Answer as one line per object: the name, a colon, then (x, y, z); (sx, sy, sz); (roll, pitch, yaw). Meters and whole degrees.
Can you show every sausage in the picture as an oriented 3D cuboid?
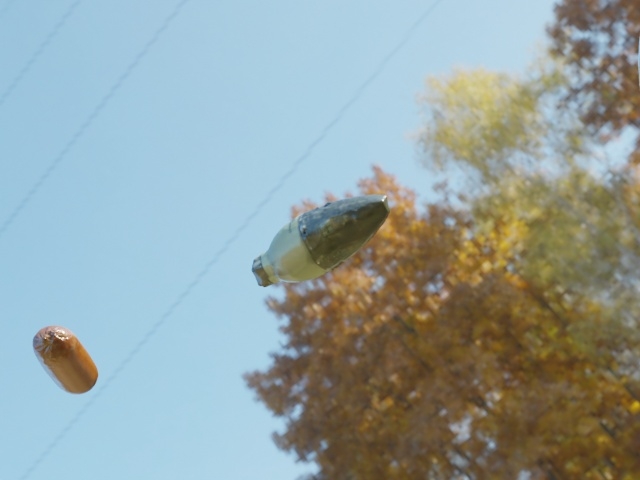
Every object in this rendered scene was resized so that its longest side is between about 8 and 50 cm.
sausage: (-0.420, 0.196, 1.901); (0.076, 0.076, 0.197); (-32, -25, -10)

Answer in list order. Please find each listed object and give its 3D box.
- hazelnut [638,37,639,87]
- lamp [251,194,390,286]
hazelnut: (0.508, -0.183, 1.194); (0.353, 0.421, 0.421); (2, -47, -24)
lamp: (0.000, 0.000, 1.760); (0.250, 0.101, 0.101); (-28, -28, 20)
